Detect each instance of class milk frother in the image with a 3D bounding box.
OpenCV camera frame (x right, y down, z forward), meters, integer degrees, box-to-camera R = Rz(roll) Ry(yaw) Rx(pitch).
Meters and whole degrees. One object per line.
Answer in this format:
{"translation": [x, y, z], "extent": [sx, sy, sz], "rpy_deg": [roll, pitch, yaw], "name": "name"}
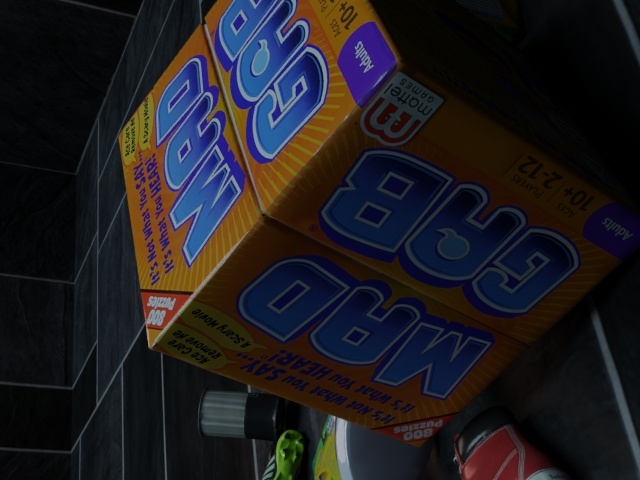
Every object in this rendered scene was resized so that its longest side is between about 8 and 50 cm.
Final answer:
{"translation": [-0.131, 0.329, 1.695], "extent": [0.129, 0.135, 0.143], "rpy_deg": [68, -154, -70], "name": "milk frother"}

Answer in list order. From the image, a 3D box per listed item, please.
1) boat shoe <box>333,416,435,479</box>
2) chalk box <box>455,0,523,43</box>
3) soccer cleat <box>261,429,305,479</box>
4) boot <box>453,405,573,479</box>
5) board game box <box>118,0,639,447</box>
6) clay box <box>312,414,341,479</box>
{"translation": [0.058, 0.175, 1.329], "extent": [0.156, 0.136, 0.366], "rpy_deg": [141, 135, -57], "name": "boat shoe"}
{"translation": [0.105, -0.276, 1.327], "extent": [0.289, 0.180, 0.179], "rpy_deg": [132, 140, -53], "name": "chalk box"}
{"translation": [-0.069, 0.389, 1.600], "extent": [0.072, 0.060, 0.178], "rpy_deg": [115, 178, -58], "name": "soccer cleat"}
{"translation": [0.172, 0.310, 1.090], "extent": [0.244, 0.088, 0.176], "rpy_deg": [-65, 27, 15], "name": "boot"}
{"translation": [0.044, -0.066, 1.060], "extent": [0.356, 0.357, 0.356], "rpy_deg": [-48, 36, 23], "name": "board game box"}
{"translation": [0.054, 0.331, 1.382], "extent": [0.222, 0.053, 0.127], "rpy_deg": [-123, 47, -58], "name": "clay box"}
